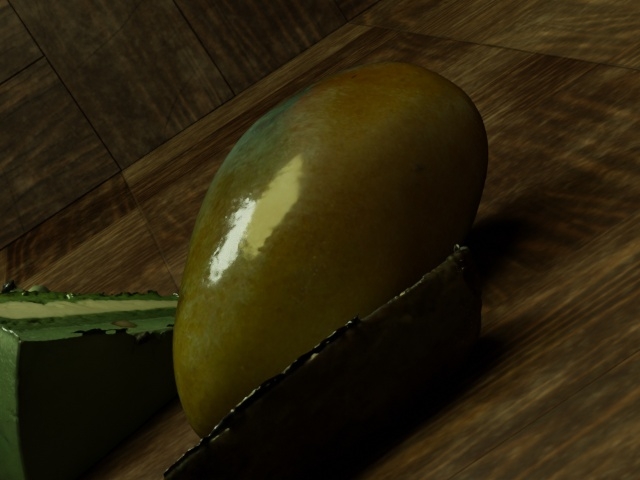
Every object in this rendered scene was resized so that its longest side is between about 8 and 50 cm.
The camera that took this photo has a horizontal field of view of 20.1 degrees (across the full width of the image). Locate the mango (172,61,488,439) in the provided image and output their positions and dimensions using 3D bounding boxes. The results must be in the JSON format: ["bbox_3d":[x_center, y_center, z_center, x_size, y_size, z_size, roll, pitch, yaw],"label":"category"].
[{"bbox_3d":[0.000,0.000,1.464,0.221,0.199,0.384,-7,40,52],"label":"mango"}]

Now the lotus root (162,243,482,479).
[{"bbox_3d":[-0.008,0.130,1.255,0.329,0.078,0.167,-38,-10,-14],"label":"lotus root"}]

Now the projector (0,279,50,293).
[{"bbox_3d":[-0.370,0.163,1.846,0.193,0.088,0.269,-49,3,-42],"label":"projector"}]

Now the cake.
[{"bbox_3d":[-0.213,0.138,1.693,0.283,0.172,0.158,-3,17,-43],"label":"cake"}]
